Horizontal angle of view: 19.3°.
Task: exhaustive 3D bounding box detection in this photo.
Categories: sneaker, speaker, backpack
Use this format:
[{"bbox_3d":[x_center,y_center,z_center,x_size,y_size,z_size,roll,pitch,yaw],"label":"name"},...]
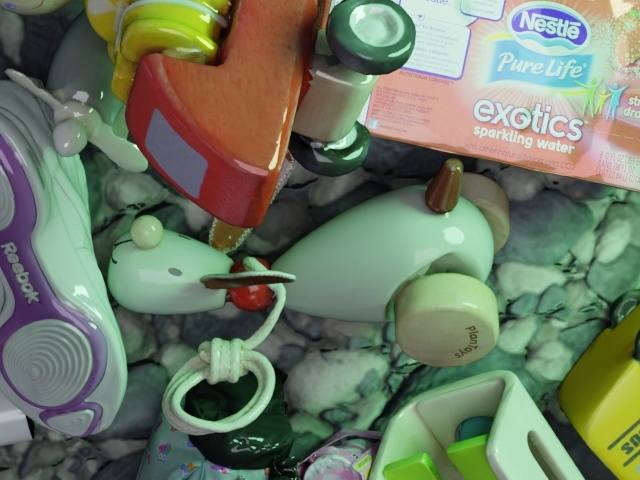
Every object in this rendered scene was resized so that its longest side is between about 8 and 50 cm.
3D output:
[{"bbox_3d":[-0.209,0.012,1.498,0.114,0.152,0.305,-5,117,16],"label":"sneaker"},{"bbox_3d":[-0.306,0.151,1.560,0.136,0.055,0.055,-11,103,-2],"label":"speaker"},{"bbox_3d":[-0.092,0.200,1.551,0.115,0.152,0.182,17,115,-9],"label":"backpack"}]

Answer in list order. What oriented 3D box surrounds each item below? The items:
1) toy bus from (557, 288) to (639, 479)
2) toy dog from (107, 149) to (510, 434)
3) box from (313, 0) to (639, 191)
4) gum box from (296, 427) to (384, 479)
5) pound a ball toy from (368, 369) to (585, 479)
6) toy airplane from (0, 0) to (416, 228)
[{"bbox_3d":[0.348,0.061,1.565,0.332,0.108,0.130,-43,102,5],"label":"toy bus"},{"bbox_3d":[0.000,0.000,1.486,0.333,0.220,0.161,-15,135,-9],"label":"toy dog"},{"bbox_3d":[0.136,-0.139,1.483,0.299,0.142,0.154,10,95,-7],"label":"box"},{"bbox_3d":[0.026,0.253,1.573,0.062,0.107,0.188,5,102,20],"label":"gum box"},{"bbox_3d":[0.216,0.249,1.551,0.208,0.136,0.319,-21,116,31],"label":"pound a ball toy"},{"bbox_3d":[-0.114,-0.225,1.329,0.272,0.384,0.386,-3,103,-18],"label":"toy airplane"}]
